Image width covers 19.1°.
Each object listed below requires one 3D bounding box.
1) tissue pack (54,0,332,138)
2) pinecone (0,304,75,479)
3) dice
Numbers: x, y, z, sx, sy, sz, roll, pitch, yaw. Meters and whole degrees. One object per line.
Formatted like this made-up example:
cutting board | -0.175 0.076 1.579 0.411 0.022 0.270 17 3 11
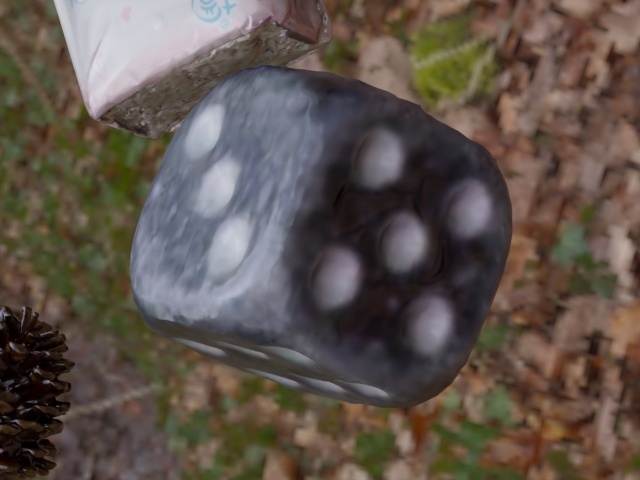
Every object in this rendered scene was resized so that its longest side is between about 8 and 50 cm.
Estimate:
tissue pack | -0.123 -0.243 1.512 0.201 0.124 0.271 -27 73 29
pinecone | -0.183 0.093 1.074 0.109 0.102 0.102 -52 31 -8
dice | 0.000 0.000 1.227 0.182 0.181 0.183 3 70 56
